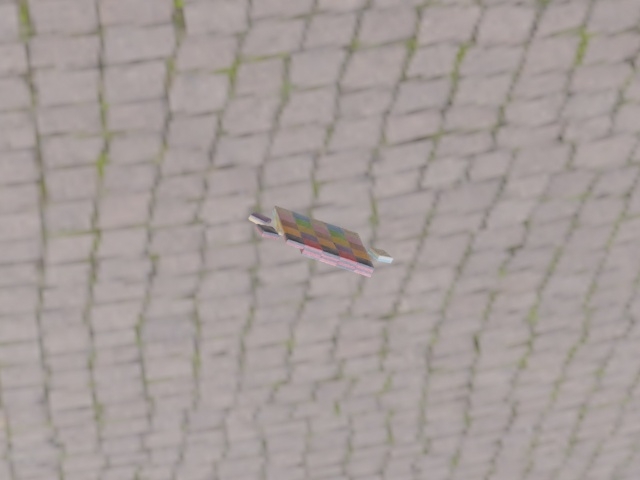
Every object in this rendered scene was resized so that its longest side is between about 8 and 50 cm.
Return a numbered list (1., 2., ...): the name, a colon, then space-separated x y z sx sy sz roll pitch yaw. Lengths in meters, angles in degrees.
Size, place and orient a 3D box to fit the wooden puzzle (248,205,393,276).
1. wooden puzzle: 0.000 0.000 0.943 0.083 0.049 0.006 19 107 -16
